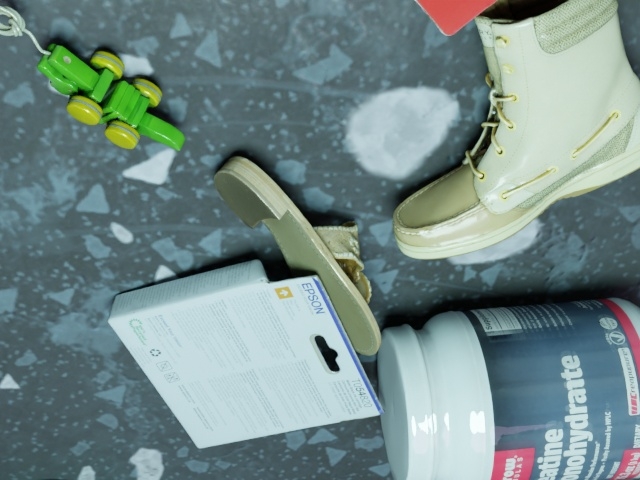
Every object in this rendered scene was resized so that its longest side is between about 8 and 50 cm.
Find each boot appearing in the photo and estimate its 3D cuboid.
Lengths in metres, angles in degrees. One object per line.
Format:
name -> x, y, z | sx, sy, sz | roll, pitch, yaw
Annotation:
boot -> 0.156, -0.109, 0.822 | 0.262, 0.095, 0.203 | -25, 128, 8

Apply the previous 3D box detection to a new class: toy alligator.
toy alligator -> -0.197, -0.129, 0.779 | 0.189, 0.056, 0.051 | 34, 156, -30

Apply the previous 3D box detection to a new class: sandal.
sandal -> 0.004, 0.000, 0.897 | 0.240, 0.079, 0.088 | 51, 151, -19

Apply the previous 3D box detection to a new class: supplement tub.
supplement tub -> 0.208, 0.163, 0.981 | 0.272, 0.191, 0.191 | -5, 128, -6

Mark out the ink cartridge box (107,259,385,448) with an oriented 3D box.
ink cartridge box -> -0.069, 0.119, 0.970 | 0.223, 0.045, 0.223 | -12, 129, 15

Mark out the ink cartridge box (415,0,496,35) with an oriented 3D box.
ink cartridge box -> 0.071, -0.279, 0.687 | 0.134, 0.078, 0.231 | -36, 124, 19
